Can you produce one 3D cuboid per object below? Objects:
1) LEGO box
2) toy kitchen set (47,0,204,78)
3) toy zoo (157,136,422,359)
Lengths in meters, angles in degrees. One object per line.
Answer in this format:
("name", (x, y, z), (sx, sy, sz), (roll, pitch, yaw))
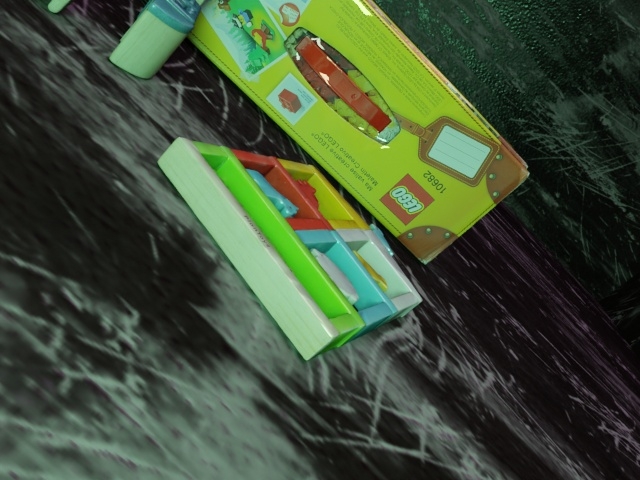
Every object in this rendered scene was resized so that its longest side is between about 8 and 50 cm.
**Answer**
("LEGO box", (0.040, -0.257, 0.934), (0.500, 0.193, 0.372), (43, 19, -13))
("toy kitchen set", (-0.182, -0.273, 0.594), (0.166, 0.122, 0.207), (38, 20, -24))
("toy zoo", (0.000, 0.000, 0.577), (0.192, 0.030, 0.293), (51, 19, 14))
